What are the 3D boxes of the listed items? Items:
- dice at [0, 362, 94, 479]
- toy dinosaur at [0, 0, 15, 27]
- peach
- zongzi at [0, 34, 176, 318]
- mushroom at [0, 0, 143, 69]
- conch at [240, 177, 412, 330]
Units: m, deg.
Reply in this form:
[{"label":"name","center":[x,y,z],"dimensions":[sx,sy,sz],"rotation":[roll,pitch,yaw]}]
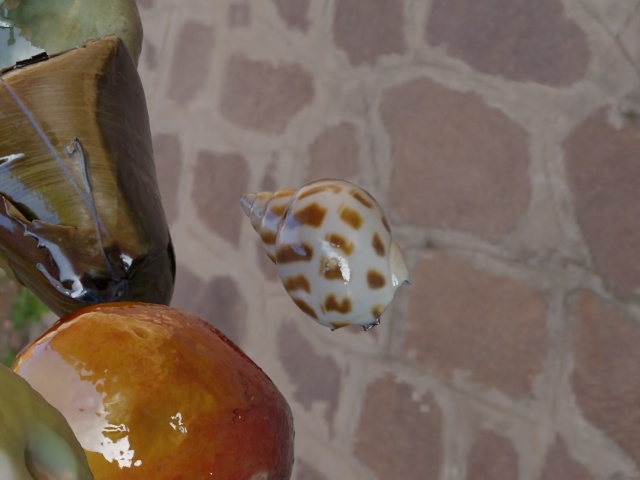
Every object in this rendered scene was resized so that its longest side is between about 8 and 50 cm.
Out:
[{"label":"dice","center":[-0.233,0.161,0.745],"dimensions":[0.169,0.169,0.166],"rotation":[-28,33,27]},{"label":"toy dinosaur","center":[-0.518,-0.350,2.074],"dimensions":[0.383,0.076,0.129],"rotation":[-20,77,3]},{"label":"peach","center":[-0.157,0.177,1.299],"dimensions":[0.281,0.281,0.238],"rotation":[-41,14,43]},{"label":"zongzi","center":[-0.389,-0.034,1.567],"dimensions":[0.208,0.432,0.403],"rotation":[92,165,-45]},{"label":"mushroom","center":[-0.445,-0.309,2.245],"dimensions":[0.352,0.260,0.352],"rotation":[-8,72,27]},{"label":"conch","center":[0.000,0.000,1.882],"dimensions":[0.183,0.149,0.275],"rotation":[-50,35,-16]}]
